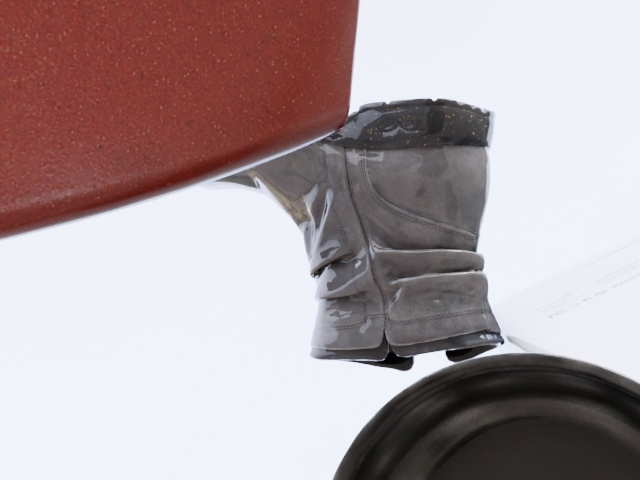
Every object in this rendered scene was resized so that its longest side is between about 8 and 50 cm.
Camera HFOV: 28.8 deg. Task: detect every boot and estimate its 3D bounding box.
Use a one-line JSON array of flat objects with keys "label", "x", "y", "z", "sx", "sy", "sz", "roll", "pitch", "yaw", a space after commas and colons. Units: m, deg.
[{"label": "boot", "x": 0.000, "y": 0.000, "z": 1.083, "sx": 0.338, "sy": 0.222, "sz": 0.118, "roll": -1, "pitch": -3, "yaw": 42}]

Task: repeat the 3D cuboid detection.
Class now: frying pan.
[{"label": "frying pan", "x": 0.115, "y": 0.085, "z": 0.519, "sx": 0.053, "sy": 0.197, "sz": 0.326, "roll": -2, "pitch": -67, "yaw": -67}]

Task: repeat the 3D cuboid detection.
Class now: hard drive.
[{"label": "hard drive", "x": 0.271, "y": 0.052, "z": 0.922, "sx": 0.233, "sy": 0.047, "sz": 0.353, "roll": -26, "pitch": 9, "yaw": -3}]

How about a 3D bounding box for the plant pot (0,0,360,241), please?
[{"label": "plant pot", "x": -0.120, "y": -0.149, "z": 0.532, "sx": 0.236, "sy": 0.267, "sz": 0.267, "roll": -2, "pitch": -73, "yaw": -24}]
